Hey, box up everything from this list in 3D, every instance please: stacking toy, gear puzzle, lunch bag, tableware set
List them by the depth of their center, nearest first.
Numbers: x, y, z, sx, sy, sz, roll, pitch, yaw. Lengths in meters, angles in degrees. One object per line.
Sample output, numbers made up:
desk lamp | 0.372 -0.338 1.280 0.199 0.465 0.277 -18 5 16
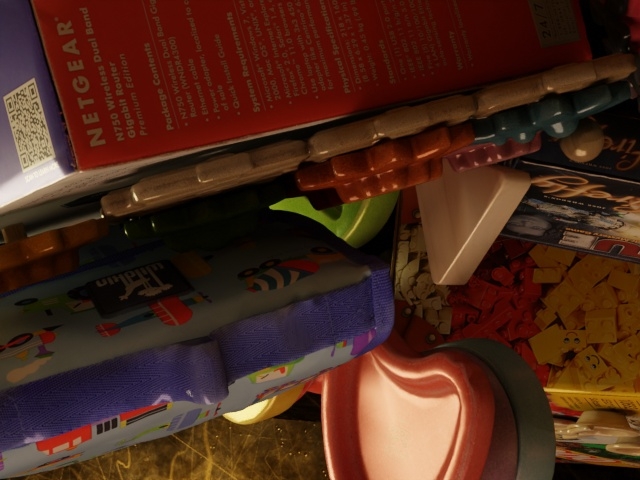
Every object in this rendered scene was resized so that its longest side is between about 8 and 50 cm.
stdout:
gear puzzle | -0.020 -0.020 0.639 0.339 0.044 0.175 -16 -179 -10
lunch bag | -0.100 0.062 0.711 0.221 0.138 0.293 -15 -173 -19
stacking toy | 0.061 0.038 0.891 0.130 0.279 0.309 2 -158 -36
tableware set | 0.241 0.157 1.059 0.168 0.020 0.141 10 164 -13

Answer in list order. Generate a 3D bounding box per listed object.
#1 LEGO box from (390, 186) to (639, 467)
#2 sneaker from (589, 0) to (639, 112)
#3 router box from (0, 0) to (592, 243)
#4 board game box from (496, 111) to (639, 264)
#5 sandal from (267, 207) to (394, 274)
LEGO box | 0.311 0.087 1.188 0.372 0.193 0.500 0 165 22
sneaker | 0.204 -0.151 0.518 0.112 0.121 0.299 -21 170 -14
router box | -0.081 -0.071 0.715 0.301 0.082 0.335 -16 -179 -36
board game box | 0.233 -0.021 0.837 0.243 0.042 0.165 11 165 2
sandal | -0.001 0.000 1.205 0.167 0.107 0.446 -4 175 29
